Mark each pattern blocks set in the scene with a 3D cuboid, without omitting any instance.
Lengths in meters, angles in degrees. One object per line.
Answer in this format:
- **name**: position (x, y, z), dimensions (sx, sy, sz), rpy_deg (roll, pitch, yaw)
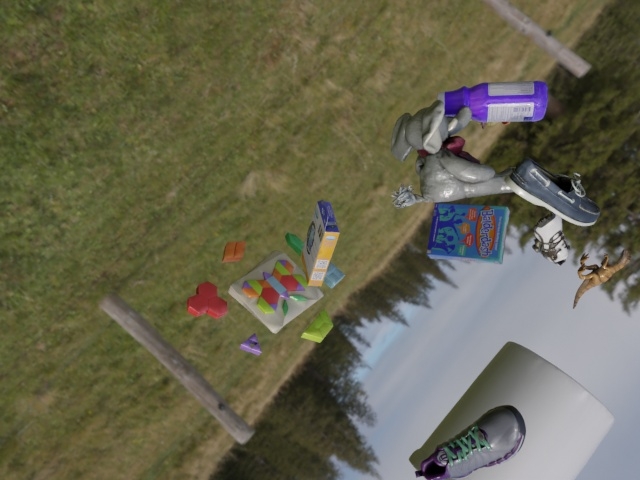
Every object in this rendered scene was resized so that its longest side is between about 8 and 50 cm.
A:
- **pattern blocks set**: position (-0.094, 0.104, 1.361), dimensions (0.325, 0.285, 0.026), rpy_deg (-54, 178, -45)

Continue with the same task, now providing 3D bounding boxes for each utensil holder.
- **utensil holder**: position (0.458, 0.485, 1.554), dimensions (0.385, 0.328, 0.327), rpy_deg (-50, 171, -4)

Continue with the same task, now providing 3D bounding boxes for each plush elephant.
- **plush elephant**: position (0.316, -0.238, 1.684), dimensions (0.330, 0.255, 0.272), rpy_deg (-12, -167, -20)

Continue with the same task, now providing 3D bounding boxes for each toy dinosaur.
- **toy dinosaur**: position (0.708, 0.098, 1.687), dimensions (0.211, 0.112, 0.064), rpy_deg (-46, -165, 25)

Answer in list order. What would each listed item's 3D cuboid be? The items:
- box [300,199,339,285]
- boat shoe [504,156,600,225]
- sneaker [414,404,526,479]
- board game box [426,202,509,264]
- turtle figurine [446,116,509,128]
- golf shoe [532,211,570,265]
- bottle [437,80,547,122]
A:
- **box**: position (0.000, 0.000, 1.075), dimensions (0.081, 0.028, 0.136), rpy_deg (-104, -153, -47)
- **boat shoe**: position (0.509, -0.107, 1.381), dimensions (0.079, 0.255, 0.095), rpy_deg (-56, -157, 30)
- **sneaker**: position (0.253, 0.358, 1.104), dimensions (0.098, 0.083, 0.223), rpy_deg (-3, 141, -35)
- **board game box**: position (0.419, -0.021, 1.849), dimensions (0.047, 0.210, 0.160), rpy_deg (36, 62, -59)
- **turtle figurine**: position (0.489, -0.380, 1.967), dimensions (0.269, 0.217, 0.087), rpy_deg (-2, 98, -72)
- **golf shoe**: position (0.564, -0.004, 1.558), dimensions (0.077, 0.094, 0.198), rpy_deg (-37, 151, 1)
- **bottle**: position (0.457, -0.370, 1.744), dimensions (0.118, 0.283, 0.092), rpy_deg (57, 35, -69)
